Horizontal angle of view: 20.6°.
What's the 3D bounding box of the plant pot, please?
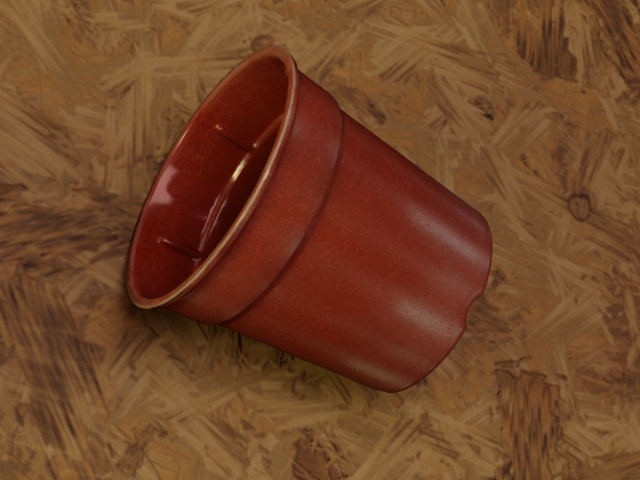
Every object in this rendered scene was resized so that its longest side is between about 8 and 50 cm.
[{"bbox_3d":[0.000,0.000,1.662,0.265,0.272,0.272,30,59,-23],"label":"plant pot"}]
